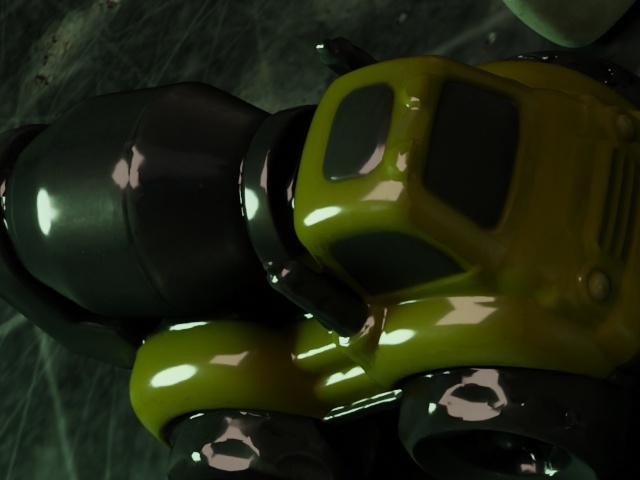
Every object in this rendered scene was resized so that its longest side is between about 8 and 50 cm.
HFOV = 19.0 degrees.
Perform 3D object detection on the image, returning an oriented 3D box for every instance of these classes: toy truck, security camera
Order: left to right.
[{"bbox_3d":[0.000,0.000,0.631,0.224,0.165,0.147,-12,54,44],"label":"toy truck"},{"bbox_3d":[0.104,-0.114,0.692,0.092,0.058,0.058,-40,39,18],"label":"security camera"}]
